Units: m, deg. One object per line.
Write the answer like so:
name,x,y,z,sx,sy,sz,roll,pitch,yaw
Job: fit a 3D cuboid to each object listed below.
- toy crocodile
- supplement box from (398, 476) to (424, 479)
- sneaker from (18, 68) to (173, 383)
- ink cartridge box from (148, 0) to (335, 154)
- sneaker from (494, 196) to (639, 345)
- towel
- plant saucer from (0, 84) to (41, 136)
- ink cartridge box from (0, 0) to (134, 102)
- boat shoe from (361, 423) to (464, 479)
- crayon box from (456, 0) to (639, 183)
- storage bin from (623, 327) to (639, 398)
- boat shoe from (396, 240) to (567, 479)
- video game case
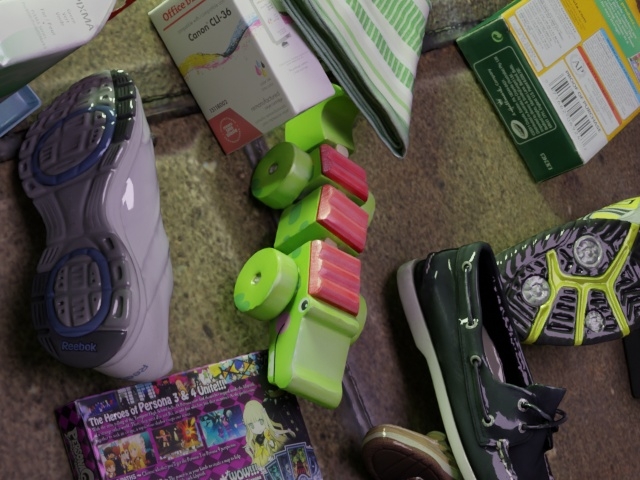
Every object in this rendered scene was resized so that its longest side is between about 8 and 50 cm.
toy crocodile,0.000,0.000,1.269,0.115,0.105,0.341,31,45,-30
supplement box,0.086,0.357,1.242,0.130,0.073,0.239,37,52,-29
sneaker,-0.181,-0.011,1.140,0.129,0.111,0.297,50,32,-56
ink cartridge box,-0.086,-0.196,1.278,0.067,0.115,0.198,-33,95,-44
sneaker,0.329,0.036,1.562,0.384,0.147,0.145,-16,87,-27
towel,0.037,-0.261,1.388,0.248,0.038,0.325,53,25,-24
plant saucer,-0.311,-0.089,1.098,0.067,0.018,0.192,53,47,-13
ink cartridge box,-0.222,-0.148,1.064,0.224,0.181,0.056,-23,90,-47
boat shoe,0.107,0.221,1.332,0.190,0.068,0.072,41,37,-36
crayon box,0.325,-0.233,1.693,0.323,0.083,0.203,-37,100,-44
storage bin,0.418,0.133,1.625,0.098,0.091,0.135,8,67,-40
boat shoe,0.189,0.155,1.346,0.127,0.113,0.340,20,46,-56
video game case,-0.096,0.215,1.154,0.232,0.042,0.210,-12,81,-45
